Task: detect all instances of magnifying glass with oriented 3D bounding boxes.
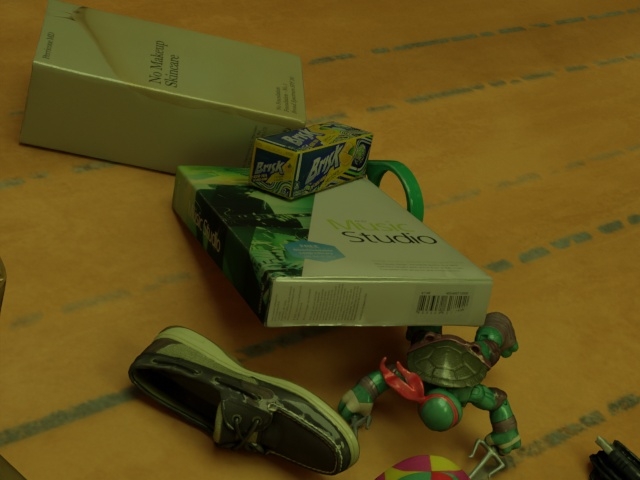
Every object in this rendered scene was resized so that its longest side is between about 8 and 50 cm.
[{"bbox_3d":[0.049,-0.077,1.483,0.026,0.092,0.231,-9,34,-29],"label":"magnifying glass"}]

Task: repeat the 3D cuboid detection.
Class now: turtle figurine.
[{"bbox_3d":[0.120,0.141,1.198,0.175,0.118,0.234,23,30,4],"label":"turtle figurine"}]

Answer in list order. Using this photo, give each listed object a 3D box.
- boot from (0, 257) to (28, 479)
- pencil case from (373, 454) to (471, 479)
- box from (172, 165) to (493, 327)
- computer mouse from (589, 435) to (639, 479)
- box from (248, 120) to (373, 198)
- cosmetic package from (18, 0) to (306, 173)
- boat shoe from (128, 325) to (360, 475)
[{"bbox_3d":[-0.255,0.120,0.899,0.236,0.269,0.089,27,38,10],"label":"boot"},{"bbox_3d":[0.090,0.285,1.002,0.104,0.104,0.236,12,35,-11],"label":"pencil case"},{"bbox_3d":[0.000,0.000,1.289,0.232,0.058,0.322,2,19,-24],"label":"box"},{"bbox_3d":[0.245,0.266,1.121,0.272,0.072,0.188,-10,46,-36],"label":"computer mouse"},{"bbox_3d":[-0.009,-0.091,1.380,0.059,0.054,0.169,20,21,26],"label":"box"},{"bbox_3d":[-0.181,-0.167,1.457,0.310,0.113,0.160,11,36,-14],"label":"cosmetic package"},{"bbox_3d":[-0.073,0.155,1.115,0.224,0.080,0.073,28,41,20],"label":"boat shoe"}]
